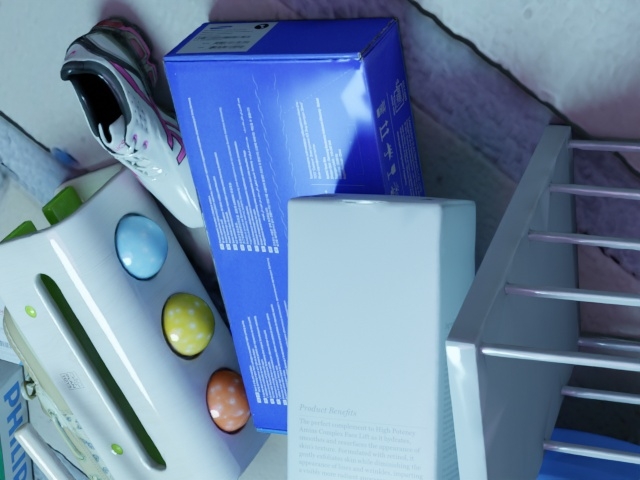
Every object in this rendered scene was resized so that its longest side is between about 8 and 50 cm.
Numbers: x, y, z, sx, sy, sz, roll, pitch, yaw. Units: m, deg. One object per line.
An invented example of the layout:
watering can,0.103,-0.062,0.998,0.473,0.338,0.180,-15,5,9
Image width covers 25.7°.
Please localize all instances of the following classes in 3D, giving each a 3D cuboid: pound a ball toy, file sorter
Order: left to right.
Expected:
pound a ball toy,-0.153,0.119,1.175,0.136,0.208,0.319,-15,112,34
file sorter,0.207,0.074,0.919,0.173,0.277,0.193,4,122,20

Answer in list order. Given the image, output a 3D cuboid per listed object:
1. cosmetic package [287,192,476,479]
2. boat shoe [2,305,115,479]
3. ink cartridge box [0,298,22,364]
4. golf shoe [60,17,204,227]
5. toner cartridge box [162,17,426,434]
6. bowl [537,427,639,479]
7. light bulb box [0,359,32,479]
cosmetic package,0.043,0.084,0.981,0.117,0.085,0.231,4,95,24
boat shoe,-0.213,0.164,1.294,0.089,0.104,0.285,-25,108,23
ink cartridge box,-0.283,0.078,1.330,0.048,0.028,0.083,13,126,18
golf shoe,-0.146,-0.080,1.119,0.067,0.086,0.186,-20,111,34
toner cartridge box,0.000,0.000,1.102,0.165,0.075,0.348,4,122,26
bowl,0.209,0.288,1.132,0.391,0.077,0.391,15,140,13
light bulb box,-0.460,0.329,1.372,0.225,0.361,0.358,13,126,18
